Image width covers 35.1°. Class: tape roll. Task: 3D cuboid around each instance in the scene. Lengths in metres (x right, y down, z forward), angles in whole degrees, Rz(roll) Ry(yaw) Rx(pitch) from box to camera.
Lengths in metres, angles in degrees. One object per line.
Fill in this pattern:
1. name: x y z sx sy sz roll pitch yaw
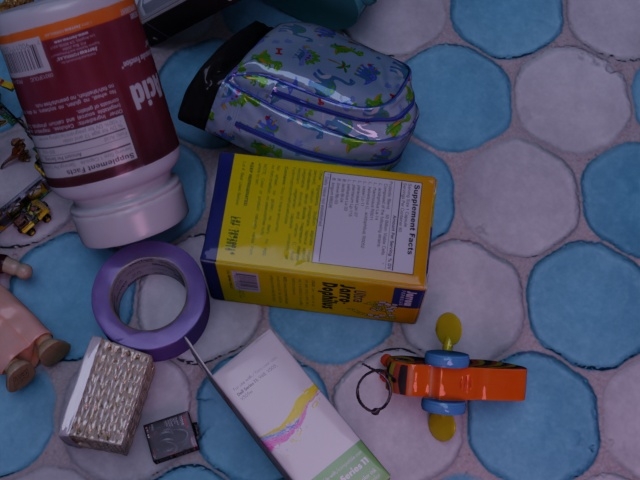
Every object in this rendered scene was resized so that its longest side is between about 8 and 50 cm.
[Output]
1. tape roll: -0.280 0.101 1.681 0.189 0.080 0.189 0 68 -1

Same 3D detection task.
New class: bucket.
1. bucket: 0.004 -0.528 1.840 0.281 0.281 0.183 24 76 8

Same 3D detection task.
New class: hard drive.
1. hard drive: -0.206 -0.502 1.807 0.064 0.339 0.237 29 65 -35

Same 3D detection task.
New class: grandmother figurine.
1. grandmother figurine: -0.580 0.096 1.675 0.208 0.104 0.342 -33 68 -33

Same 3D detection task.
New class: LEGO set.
1. LEGO set: -0.589 -0.173 1.724 0.255 0.192 0.331 -36 73 -14

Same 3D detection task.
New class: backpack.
1. backpack: -0.011 -0.235 1.732 0.355 0.273 0.290 37 36 0

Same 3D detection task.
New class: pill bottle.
1. pill bottle: -0.357 -0.201 1.633 0.224 0.224 0.392 -18 109 -8

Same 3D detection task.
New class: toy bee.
1. toy bee: 0.172 0.206 1.619 0.298 0.162 0.195 26 84 -23

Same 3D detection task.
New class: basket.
1. basket: -0.335 0.251 1.605 0.103 0.113 0.167 16 69 1

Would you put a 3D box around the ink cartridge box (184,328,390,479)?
1. ink cartridge box: -0.051 0.270 1.548 0.119 0.207 0.353 -38 74 -12

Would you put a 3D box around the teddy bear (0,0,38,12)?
1. teddy bear: -0.437 -0.333 1.808 0.245 0.113 0.338 0 54 -40

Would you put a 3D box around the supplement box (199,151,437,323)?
1. supplement box: 0.000 0.000 1.664 0.356 0.195 0.194 7 69 3

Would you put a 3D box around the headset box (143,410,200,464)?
1. headset box: -0.235 0.315 1.622 0.083 0.032 0.062 -17 70 -6
